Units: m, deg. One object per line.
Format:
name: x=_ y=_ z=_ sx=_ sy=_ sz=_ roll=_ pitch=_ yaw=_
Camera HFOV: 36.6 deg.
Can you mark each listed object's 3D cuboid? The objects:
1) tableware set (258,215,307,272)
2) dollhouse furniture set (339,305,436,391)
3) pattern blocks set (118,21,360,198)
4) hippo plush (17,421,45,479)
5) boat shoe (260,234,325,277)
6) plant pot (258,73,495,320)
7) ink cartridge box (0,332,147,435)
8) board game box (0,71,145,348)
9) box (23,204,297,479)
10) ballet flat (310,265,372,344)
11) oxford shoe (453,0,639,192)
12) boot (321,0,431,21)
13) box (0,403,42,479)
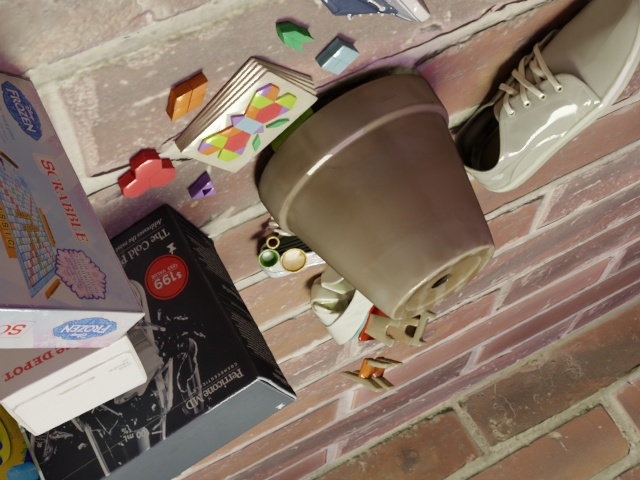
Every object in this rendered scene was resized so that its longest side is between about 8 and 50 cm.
tableware set: x=-0.026 y=0.015 z=1.648 sx=0.154 sy=0.024 sz=0.104 roll=9 pitch=113 yaw=-18
dollhouse furniture set: x=0.142 y=0.176 z=2.100 sx=0.259 sy=0.135 sz=0.262 roll=10 pitch=100 yaw=-66
pattern blocks set: x=-0.102 y=-0.165 z=1.320 sx=0.285 sy=0.026 sz=0.325 roll=-3 pitch=143 yaw=-49
hippo plush: x=-0.474 y=0.390 z=1.622 sx=0.234 sy=0.236 sz=0.294 roll=-29 pitch=142 yaw=25
boat shoe: x=0.000 y=0.000 z=1.697 sx=0.226 sy=0.083 sz=0.076 roll=-27 pitch=157 yaw=-10
plant pot: x=0.112 y=-0.045 z=1.476 sx=0.323 sy=0.280 sz=0.323 roll=-30 pitch=160 yaw=-12
ink cartridge box: x=-0.361 y=0.102 z=1.270 sx=0.171 sy=0.232 sz=0.168 roll=-27 pitch=156 yaw=-11
board game box: x=-0.350 y=-0.047 z=0.884 sx=0.066 sy=0.318 sz=0.318 roll=-41 pitch=154 yaw=23
box: x=-0.268 y=0.181 z=1.441 sx=0.343 sy=0.312 sz=0.179 roll=-34 pitch=156 yaw=4
ballet flat: x=0.051 y=0.092 z=1.897 sx=0.139 sy=0.139 sz=0.400 roll=-19 pitch=163 yaw=-27
oxford shoe: x=0.370 y=-0.247 z=1.591 sx=0.130 sy=0.169 sz=0.449 roll=12 pitch=136 yaw=-29
boot: x=0.061 y=-0.307 z=1.203 sx=0.086 sy=0.069 sz=0.190 roll=-33 pitch=150 yaw=22
box: x=-0.579 y=0.305 z=1.332 sx=0.279 sy=0.290 sz=0.177 roll=-9 pitch=148 yaw=-44
